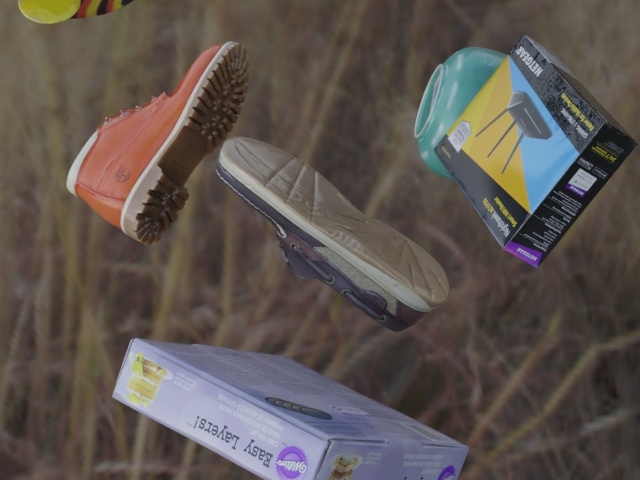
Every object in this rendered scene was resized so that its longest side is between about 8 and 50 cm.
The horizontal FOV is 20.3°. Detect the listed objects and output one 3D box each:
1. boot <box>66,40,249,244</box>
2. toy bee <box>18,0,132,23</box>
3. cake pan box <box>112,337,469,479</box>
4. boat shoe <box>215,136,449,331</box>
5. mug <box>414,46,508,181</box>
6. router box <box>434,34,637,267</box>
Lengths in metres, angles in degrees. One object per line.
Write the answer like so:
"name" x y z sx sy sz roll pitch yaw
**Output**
"boot" -0.115 -0.082 1.258 0.085 0.059 0.158 27 78 29
"toy bee" -0.287 -0.286 1.584 0.162 0.298 0.195 -30 37 5
"cake pan box" -0.022 0.170 1.688 0.246 0.267 0.070 25 97 32
"boat shoe" 0.000 0.000 1.893 0.285 0.092 0.103 34 30 -8
"mug" 0.145 -0.119 1.702 0.097 0.129 0.158 18 7 -8
"router box" 0.177 -0.078 1.504 0.133 0.046 0.179 -53 30 15
